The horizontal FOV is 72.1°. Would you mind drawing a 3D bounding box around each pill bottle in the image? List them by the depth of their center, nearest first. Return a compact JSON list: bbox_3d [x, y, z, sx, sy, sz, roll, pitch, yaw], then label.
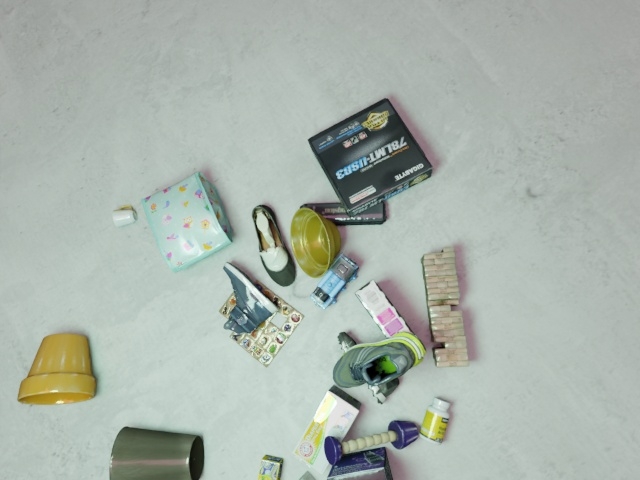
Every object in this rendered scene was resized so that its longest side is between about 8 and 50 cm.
[{"bbox_3d":[0.325,0.506,1.239,0.065,0.065,0.116,17,83,12],"label":"pill bottle"}]

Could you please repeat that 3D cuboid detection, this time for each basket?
[{"bbox_3d":[-0.474,0.650,1.299,0.227,0.154,0.204,-6,77,4],"label":"basket"}]

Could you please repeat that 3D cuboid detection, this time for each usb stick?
[{"bbox_3d":[0.070,-0.085,1.400,0.278,0.045,0.077,-1,80,9],"label":"usb stick"}]

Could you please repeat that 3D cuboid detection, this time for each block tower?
[{"bbox_3d":[0.357,0.191,1.280,0.097,0.091,0.335,-4,78,7],"label":"block tower"}]

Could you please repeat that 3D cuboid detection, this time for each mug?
[{"bbox_3d":[-0.670,-0.087,1.510,0.064,0.062,0.078,-10,85,-1],"label":"mug"}]

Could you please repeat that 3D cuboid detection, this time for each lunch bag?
[{"bbox_3d":[-0.416,-0.050,1.413,0.223,0.160,0.262,-27,71,2],"label":"lunch bag"}]

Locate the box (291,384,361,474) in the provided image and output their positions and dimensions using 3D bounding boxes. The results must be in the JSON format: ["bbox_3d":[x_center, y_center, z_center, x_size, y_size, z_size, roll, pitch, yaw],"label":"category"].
[{"bbox_3d":[0.021,0.536,1.256,0.103,0.114,0.203,30,87,13],"label":"box"}]

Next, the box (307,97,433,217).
[{"bbox_3d":[0.152,-0.263,1.388,0.295,0.073,0.293,-27,69,1],"label":"box"}]

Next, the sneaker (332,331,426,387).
[{"bbox_3d":[0.128,0.329,1.158,0.300,0.121,0.111,-37,80,39],"label":"sneaker"}]

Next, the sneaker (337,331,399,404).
[{"bbox_3d":[0.146,0.353,1.293,0.106,0.078,0.234,-36,80,-2],"label":"sneaker"}]

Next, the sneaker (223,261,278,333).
[{"bbox_3d":[-0.265,0.188,1.371,0.163,0.086,0.226,-44,77,-4],"label":"sneaker"}]

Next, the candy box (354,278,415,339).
[{"bbox_3d":[0.198,0.229,1.263,0.071,0.159,0.233,-37,76,3],"label":"candy box"}]

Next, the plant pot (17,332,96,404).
[{"bbox_3d":[-0.814,0.400,1.381,0.205,0.205,0.188,-12,63,7],"label":"plant pot"}]

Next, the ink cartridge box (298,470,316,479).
[{"bbox_3d":[-0.007,0.793,1.231,0.231,0.078,0.134,43,89,14],"label":"ink cartridge box"}]

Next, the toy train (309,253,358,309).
[{"bbox_3d":[0.042,0.125,1.334,0.080,0.105,0.184,40,87,14],"label":"toy train"}]

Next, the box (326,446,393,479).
[{"bbox_3d":[0.112,0.644,1.174,0.153,0.207,0.108,-14,77,5],"label":"box"}]

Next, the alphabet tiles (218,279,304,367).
[{"bbox_3d":[-0.202,0.250,1.399,0.237,0.009,0.198,36,87,14],"label":"alphabet tiles"}]

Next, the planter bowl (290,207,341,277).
[{"bbox_3d":[0.000,0.000,1.349,0.090,0.217,0.217,-13,74,-33],"label":"planter bowl"}]

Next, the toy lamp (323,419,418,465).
[{"bbox_3d":[0.144,0.542,1.195,0.275,0.080,0.080,2,78,-25],"label":"toy lamp"}]

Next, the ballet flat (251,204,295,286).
[{"bbox_3d":[-0.161,0.014,1.391,0.095,0.096,0.280,-23,77,3],"label":"ballet flat"}]

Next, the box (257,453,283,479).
[{"bbox_3d":[-0.154,0.723,1.279,0.059,0.054,0.169,8,81,10],"label":"box"}]
